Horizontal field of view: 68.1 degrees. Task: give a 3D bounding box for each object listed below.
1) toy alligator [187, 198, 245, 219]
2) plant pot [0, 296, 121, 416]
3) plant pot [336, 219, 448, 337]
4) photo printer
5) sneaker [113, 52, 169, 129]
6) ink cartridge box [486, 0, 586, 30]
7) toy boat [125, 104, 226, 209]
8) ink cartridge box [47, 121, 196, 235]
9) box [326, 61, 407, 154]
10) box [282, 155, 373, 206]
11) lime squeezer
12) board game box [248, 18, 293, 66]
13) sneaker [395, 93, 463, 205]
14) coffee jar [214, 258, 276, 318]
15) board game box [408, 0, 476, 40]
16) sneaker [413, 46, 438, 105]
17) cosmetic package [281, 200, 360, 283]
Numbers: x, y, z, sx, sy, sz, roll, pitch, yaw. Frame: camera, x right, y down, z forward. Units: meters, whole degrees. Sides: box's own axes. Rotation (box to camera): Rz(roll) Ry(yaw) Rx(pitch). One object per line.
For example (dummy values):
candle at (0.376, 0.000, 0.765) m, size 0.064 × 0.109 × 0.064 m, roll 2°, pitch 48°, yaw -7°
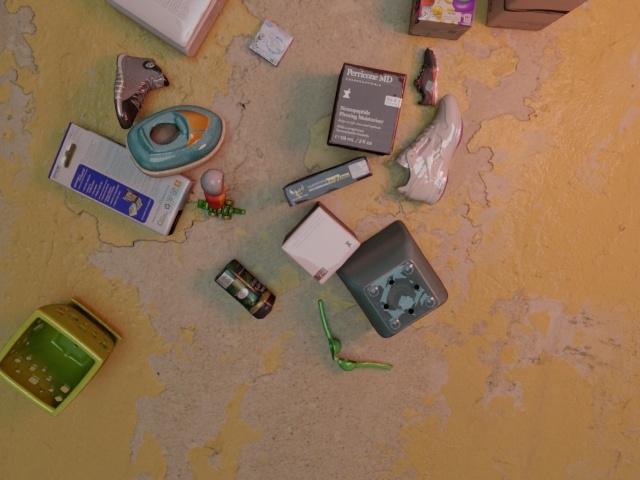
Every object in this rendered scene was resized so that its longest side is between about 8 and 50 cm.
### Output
toy alligator at (-0.312, -0.097, 1.356) m, size 0.190 × 0.051 × 0.056 m, roll 13°, pitch 98°, yaw -3°
plant pot at (-0.723, 0.310, 1.341) m, size 0.227 × 0.207 × 0.228 m, roll 42°, pitch 96°, yaw -7°
plant pot at (0.200, 0.119, 1.296) m, size 0.248 × 0.252 × 0.247 m, roll -34°, pitch 97°, yaw 4°
photo printer at (-0.411, -0.673, 1.235) m, size 0.308 × 0.107 × 0.256 m, roll 32°, pitch 97°, yaw -5°
sneaker at (-0.472, -0.402, 1.263) m, size 0.132 × 0.086 × 0.228 m, roll -3°, pitch 71°, yaw -11°
ink cartridge box at (0.537, -0.689, 1.097) m, size 0.166 × 0.395 × 0.285 m, roll 4°, pitch 99°, yaw 1°
toy boat at (-0.340, -0.228, 1.238) m, size 0.267 × 0.148 × 0.318 m, roll -32°, pitch 76°, yaw -19°
ink cartridge box at (-0.555, -0.171, 1.331) m, size 0.371 × 0.069 × 0.175 m, roll 26°, pitch 98°, yaw -3°
box at (0.117, -0.340, 1.262) m, size 0.169 × 0.167 × 0.203 m, roll 10°, pitch 99°, yaw -2°
box at (0.018, -0.163, 1.282) m, size 0.233 × 0.183 × 0.059 m, roll -20°, pitch 98°, yaw 4°
lime squeezer at (0.075, 0.322, 1.426) m, size 0.310 × 0.059 × 0.110 m, roll 44°, pitch 97°, yaw -6°
board game box at (-0.135, -0.542, 1.302) m, size 0.090 × 0.020 × 0.090 m, roll 34°, pitch 98°, yaw -5°
sneaker at (0.296, -0.255, 1.304) m, size 0.152 × 0.114 × 0.305 m, roll 13°, pitch 99°, yaw -4°
coffee jar at (-0.213, 0.143, 1.375) m, size 0.184 × 0.096 × 0.079 m, roll 44°, pitch 99°, yaw -7°
board game box at (0.324, -0.684, 1.221) m, size 0.142 × 0.144 × 0.275 m, roll 7°, pitch 99°, yaw -1°
sneaker at (0.289, -0.450, 1.303) m, size 0.065 × 0.061 × 0.157 m, roll -3°, pitch 99°, yaw 6°
cosmetic package at (0.000, 0.000, 1.308) m, size 0.151 × 0.183 × 0.151 m, roll 42°, pitch 96°, yaw -7°
